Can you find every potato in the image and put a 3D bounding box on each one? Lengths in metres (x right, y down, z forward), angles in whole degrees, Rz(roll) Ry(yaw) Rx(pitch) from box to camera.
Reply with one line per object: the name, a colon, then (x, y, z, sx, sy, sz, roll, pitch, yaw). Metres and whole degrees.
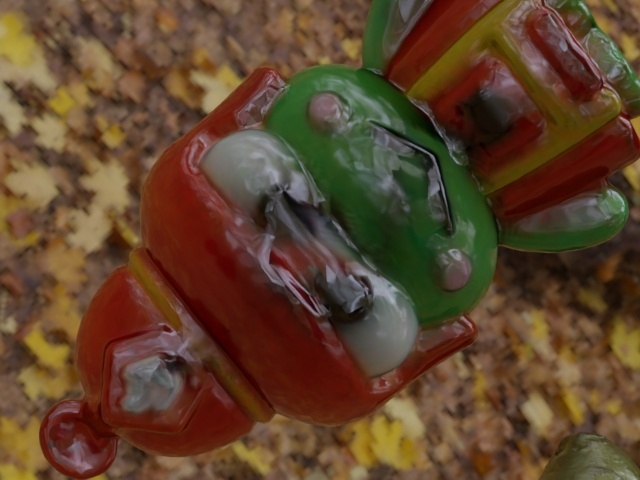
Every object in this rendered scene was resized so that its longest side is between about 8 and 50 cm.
potato: (0.187, 0.208, 1.019, 0.105, 0.085, 0.188, 29, 34, -8)

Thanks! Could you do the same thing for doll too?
doll: (0.000, 0.000, 0.766, 0.183, 0.363, 0.160, 52, -5, -6)
